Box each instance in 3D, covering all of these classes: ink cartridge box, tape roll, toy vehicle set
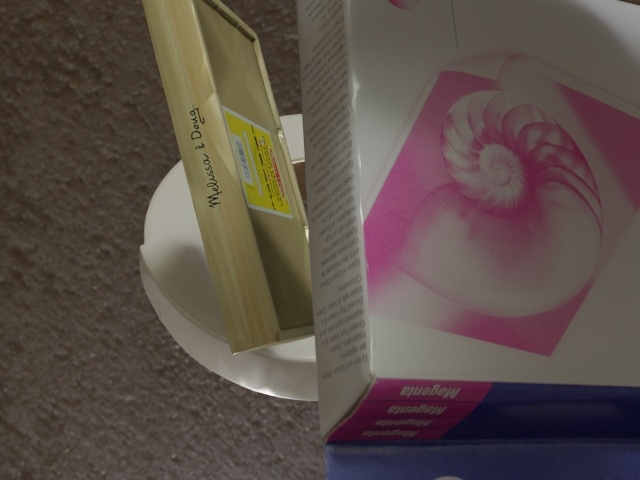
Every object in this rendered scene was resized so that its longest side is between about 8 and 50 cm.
[{"bbox_3d":[0.152,0.014,0.489,0.071,0.324,0.329,140,130,-58],"label":"ink cartridge box"},{"bbox_3d":[0.000,0.000,0.985,0.392,0.392,0.072,23,138,19],"label":"tape roll"},{"bbox_3d":[-0.056,-0.052,0.674,0.035,0.166,0.266,-17,82,13],"label":"toy vehicle set"}]
